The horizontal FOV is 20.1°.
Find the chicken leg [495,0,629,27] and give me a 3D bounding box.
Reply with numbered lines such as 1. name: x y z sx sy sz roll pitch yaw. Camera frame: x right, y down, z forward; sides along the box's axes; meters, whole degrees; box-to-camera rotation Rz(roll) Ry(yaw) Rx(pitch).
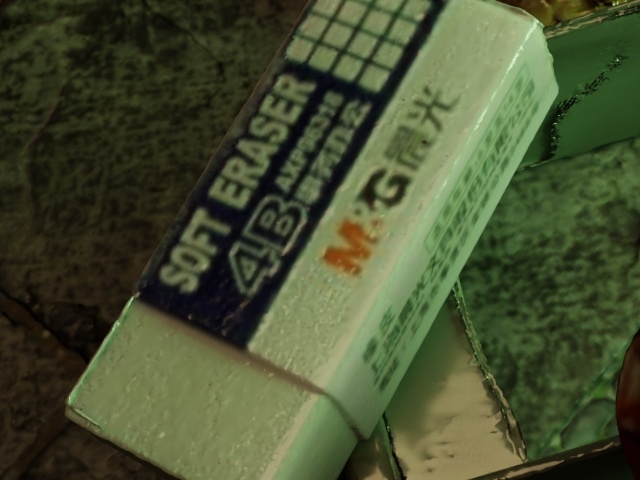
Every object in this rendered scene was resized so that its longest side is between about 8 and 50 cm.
1. chicken leg: 0.111 -0.156 1.142 0.251 0.107 0.087 17 97 26

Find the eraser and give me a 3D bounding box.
1. eraser: 0.000 0.000 0.911 0.130 0.086 0.287 26 75 20

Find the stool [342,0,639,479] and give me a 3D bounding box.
1. stool: 0.127 0.029 1.015 0.269 0.170 0.244 -18 67 3

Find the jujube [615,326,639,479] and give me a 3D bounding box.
1. jujube: 0.248 0.055 0.818 0.230 0.155 0.155 -28 65 -4
